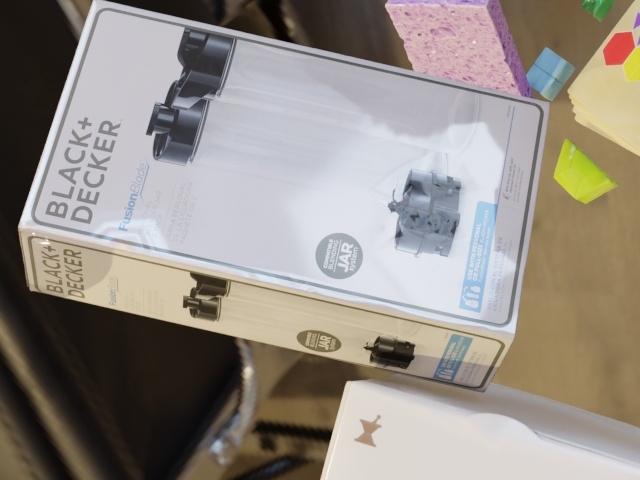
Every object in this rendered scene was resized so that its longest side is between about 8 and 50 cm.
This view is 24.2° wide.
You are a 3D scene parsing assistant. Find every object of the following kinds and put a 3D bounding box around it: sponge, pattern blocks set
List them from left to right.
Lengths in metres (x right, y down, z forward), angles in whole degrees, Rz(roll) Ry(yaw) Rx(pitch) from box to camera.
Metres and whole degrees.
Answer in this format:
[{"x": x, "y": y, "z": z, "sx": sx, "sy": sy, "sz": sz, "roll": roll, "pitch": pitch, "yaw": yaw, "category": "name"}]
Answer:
[{"x": 0.156, "y": -0.190, "z": 1.601, "sx": 0.117, "sy": 0.031, "sz": 0.210, "roll": 6, "pitch": 147, "yaw": 28, "category": "sponge"}, {"x": 0.342, "y": -0.160, "z": 1.510, "sx": 0.026, "sy": 0.325, "sz": 0.285, "roll": 26, "pitch": 114, "yaw": -37, "category": "pattern blocks set"}]

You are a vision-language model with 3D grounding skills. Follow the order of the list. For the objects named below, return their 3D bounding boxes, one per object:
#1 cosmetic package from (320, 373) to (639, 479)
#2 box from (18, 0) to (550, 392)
[{"x": 0.119, "y": 0.183, "z": 1.026, "sx": 0.197, "sy": 0.365, "sz": 0.155, "roll": 16, "pitch": 91, "yaw": 13, "category": "cosmetic package"}, {"x": -0.020, "y": -0.026, "z": 0.903, "sx": 0.290, "sy": 0.169, "sz": 0.087, "roll": 14, "pitch": 154, "yaw": 1, "category": "box"}]
